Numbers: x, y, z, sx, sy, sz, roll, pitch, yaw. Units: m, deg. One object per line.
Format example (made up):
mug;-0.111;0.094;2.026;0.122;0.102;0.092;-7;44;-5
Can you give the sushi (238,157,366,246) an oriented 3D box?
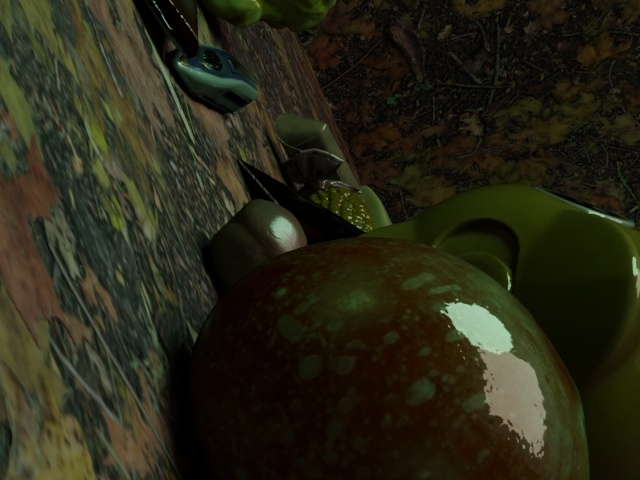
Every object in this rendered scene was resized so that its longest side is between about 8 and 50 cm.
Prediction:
sushi;0.000;0.000;1.387;0.192;0.043;0.279;30;-6;16

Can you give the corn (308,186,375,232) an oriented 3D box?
corn;0.039;0.033;1.585;0.313;0.102;0.102;-104;171;-53

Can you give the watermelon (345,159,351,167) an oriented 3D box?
watermelon;0.024;-0.111;2.119;0.181;0.075;0.092;47;26;-79

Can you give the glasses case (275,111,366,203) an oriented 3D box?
glasses case;0.003;-0.093;1.703;0.102;0.070;0.193;20;-25;34

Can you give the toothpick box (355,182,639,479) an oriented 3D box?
toothpick box;0.215;0.143;1.250;0.425;0.409;0.409;53;15;-50

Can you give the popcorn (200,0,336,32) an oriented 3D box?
popcorn;-0.055;-0.387;1.520;0.256;0.254;0.195;73;0;-68

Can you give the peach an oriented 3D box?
peach;-0.047;0.009;0.932;0.083;0.083;0.083;-21;90;-85

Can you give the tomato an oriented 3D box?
tomato;0.052;0.125;0.726;0.270;0.222;0.270;-19;90;-82

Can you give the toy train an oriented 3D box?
toy train;-0.108;-0.171;1.205;0.252;0.048;0.055;-17;83;-84

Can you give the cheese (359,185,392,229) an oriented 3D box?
cheese;0.093;0.085;1.814;0.242;0.123;0.265;-110;176;-52

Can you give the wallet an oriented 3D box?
wallet;-0.161;-0.272;1.146;0.137;0.031;0.255;61;6;-26
